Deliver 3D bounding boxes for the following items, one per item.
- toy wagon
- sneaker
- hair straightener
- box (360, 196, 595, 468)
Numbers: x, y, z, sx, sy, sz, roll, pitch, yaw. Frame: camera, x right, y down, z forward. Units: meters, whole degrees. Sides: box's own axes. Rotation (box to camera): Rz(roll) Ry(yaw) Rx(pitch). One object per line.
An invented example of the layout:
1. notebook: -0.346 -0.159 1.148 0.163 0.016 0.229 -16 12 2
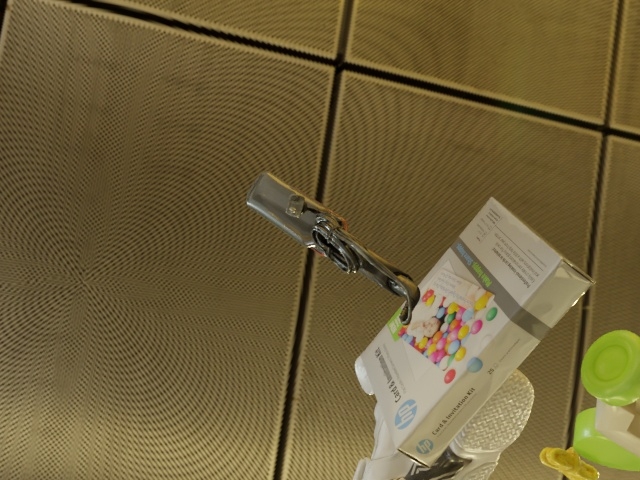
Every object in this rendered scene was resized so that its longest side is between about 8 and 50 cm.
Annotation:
1. toy wagon: 0.326 0.142 0.616 0.267 0.344 0.068 32 -123 -24
2. sneaker: 0.112 0.278 1.069 0.137 0.210 0.365 30 -80 -37
3. hair straightener: 0.000 0.000 0.663 0.089 0.230 0.047 29 -80 -45
4. box: 0.114 0.067 0.629 0.038 0.145 0.186 33 -77 -19
